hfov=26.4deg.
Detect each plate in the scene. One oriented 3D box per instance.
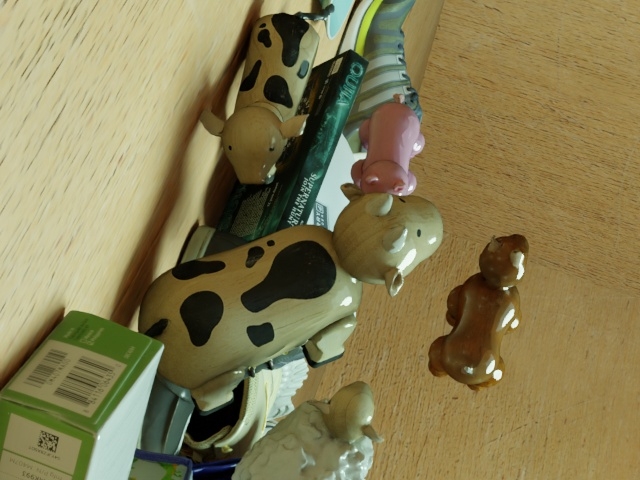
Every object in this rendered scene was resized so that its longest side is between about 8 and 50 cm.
[{"bbox_3d":[0.030,-0.293,1.359,0.188,0.024,0.188,19,90,-84],"label":"plate"}]

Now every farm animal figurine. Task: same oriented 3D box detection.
[{"bbox_3d":[-0.008,0.002,1.005,0.327,0.330,0.172,-39,167,-18],"label":"farm animal figurine"}]

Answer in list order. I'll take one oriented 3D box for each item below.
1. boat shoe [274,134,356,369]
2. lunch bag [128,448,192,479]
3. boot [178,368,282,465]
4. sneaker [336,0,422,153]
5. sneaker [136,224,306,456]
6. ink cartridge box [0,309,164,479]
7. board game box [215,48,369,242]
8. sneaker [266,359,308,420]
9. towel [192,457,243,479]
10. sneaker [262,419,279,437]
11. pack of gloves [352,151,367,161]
[{"bbox_3d":[-0.029,-0.009,1.284,0.102,0.108,0.301,-36,-141,32],"label":"boat shoe"},{"bbox_3d":[-0.153,0.239,0.971,0.129,0.096,0.151,104,-2,-49],"label":"lunch bag"},{"bbox_3d":[-0.113,0.208,1.291,0.203,0.095,0.262,73,39,-78],"label":"boot"},{"bbox_3d":[0.072,-0.184,1.655,0.111,0.121,0.300,96,14,-70],"label":"sneaker"},{"bbox_3d":[-0.080,0.109,1.128,0.083,0.118,0.222,-51,160,-75],"label":"sneaker"},{"bbox_3d":[-0.158,0.159,0.797,0.109,0.062,0.209,-60,169,-64],"label":"ink cartridge box"},{"bbox_3d":[-0.030,-0.070,1.190,0.126,0.026,0.186,-15,-132,57],"label":"board game box"},{"bbox_3d":[-0.073,0.137,1.520,0.235,0.090,0.095,112,-37,-66],"label":"sneaker"},{"bbox_3d":[-0.092,0.317,1.265,0.227,0.076,0.308,-8,135,-40],"label":"towel"},{"bbox_3d":[-0.112,0.313,1.680,0.153,0.094,0.235,-89,-155,-81],"label":"sneaker"},{"bbox_3d":[0.000,0.000,1.460,0.232,0.046,0.195,-3,112,-56],"label":"pack of gloves"}]
